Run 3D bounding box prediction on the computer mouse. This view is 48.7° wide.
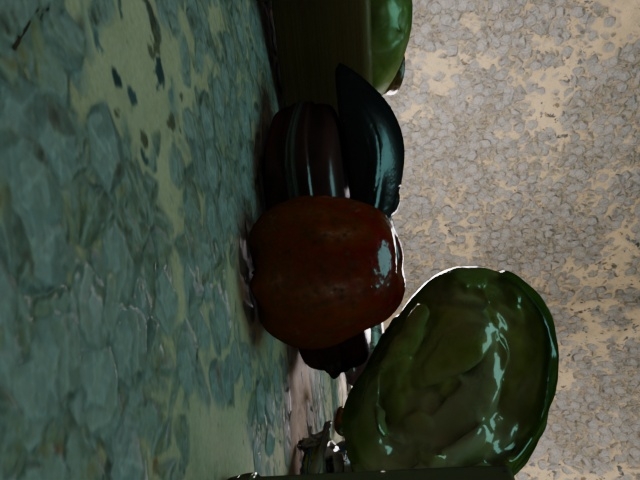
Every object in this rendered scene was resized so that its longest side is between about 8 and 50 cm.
[{"bbox_3d":[0.075,-0.123,1.002,0.147,0.088,0.264,-11,96,-80],"label":"computer mouse"}]

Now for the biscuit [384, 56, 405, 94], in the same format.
[{"bbox_3d":[0.082,-0.409,1.705,0.394,0.076,0.368,115,-30,-51],"label":"biscuit"}]

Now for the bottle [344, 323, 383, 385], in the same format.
[{"bbox_3d":[0.092,0.222,1.640,0.110,0.109,0.234,69,17,-66],"label":"bottle"}]

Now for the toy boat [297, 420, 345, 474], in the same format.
[{"bbox_3d":[-0.004,0.313,0.921,0.210,0.066,0.085,-54,136,-79],"label":"toy boat"}]

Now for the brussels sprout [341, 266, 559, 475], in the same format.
[{"bbox_3d":[0.197,0.226,1.032,0.371,0.275,0.315,-56,166,-25],"label":"brussels sprout"}]

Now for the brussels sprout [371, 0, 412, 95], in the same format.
[{"bbox_3d":[0.056,-0.416,1.367,0.328,0.246,0.328,-177,-90,-81],"label":"brussels sprout"}]

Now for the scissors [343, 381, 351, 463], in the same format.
[{"bbox_3d":[0.064,0.451,1.551,0.191,0.029,0.360,83,3,-45],"label":"scissors"}]

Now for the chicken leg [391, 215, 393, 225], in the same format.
[{"bbox_3d":[0.083,0.062,1.576,0.201,0.152,0.430,57,35,-57],"label":"chicken leg"}]

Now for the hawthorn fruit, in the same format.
[{"bbox_3d":[0.008,0.034,0.810,0.189,0.189,0.189,-6,90,-83],"label":"hawthorn fruit"}]

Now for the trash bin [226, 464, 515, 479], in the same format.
[{"bbox_3d":[0.034,0.254,0.521,0.243,0.247,0.121,-44,127,-80],"label":"trash bin"}]

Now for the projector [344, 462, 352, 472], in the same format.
[{"bbox_3d":[0.122,0.456,1.123,0.177,0.242,0.163,-88,167,-44],"label":"projector"}]

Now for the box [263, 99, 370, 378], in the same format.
[{"bbox_3d":[0.000,0.000,1.039,0.263,0.108,0.404,-85,167,-57],"label":"box"}]

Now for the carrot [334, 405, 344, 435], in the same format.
[{"bbox_3d":[0.045,0.365,1.446,0.142,0.035,0.035,-81,165,-82],"label":"carrot"}]

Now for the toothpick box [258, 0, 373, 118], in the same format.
[{"bbox_3d":[0.011,-0.295,1.150,0.188,0.190,0.308,-88,175,-52],"label":"toothpick box"}]
